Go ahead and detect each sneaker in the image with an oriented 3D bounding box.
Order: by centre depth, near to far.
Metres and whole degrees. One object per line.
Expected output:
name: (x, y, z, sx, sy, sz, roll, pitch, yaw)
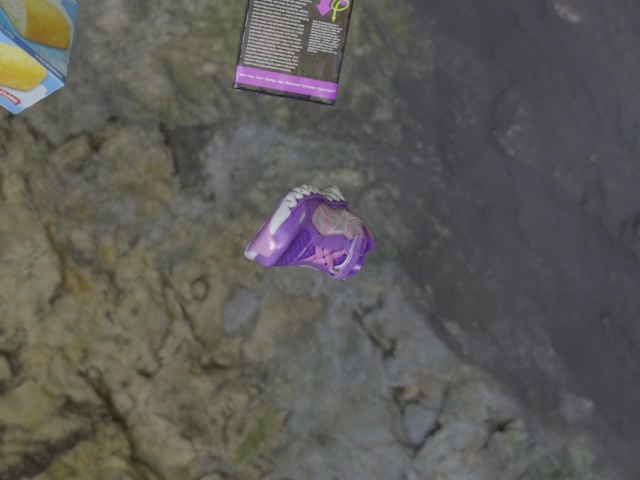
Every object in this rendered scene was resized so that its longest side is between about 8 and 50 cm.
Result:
sneaker: (0.000, 0.000, 1.115, 0.104, 0.095, 0.236, 46, -162, 9)

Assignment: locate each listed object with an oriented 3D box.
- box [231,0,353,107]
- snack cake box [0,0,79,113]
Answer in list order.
box: (-0.027, -0.235, 1.073, 0.029, 0.116, 0.162, -131, 51, -71)
snack cake box: (-0.402, -0.285, 1.106, 0.264, 0.089, 0.152, 41, -144, -42)
